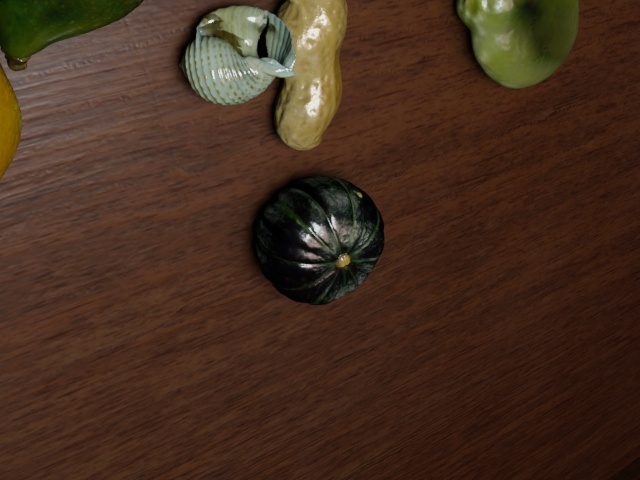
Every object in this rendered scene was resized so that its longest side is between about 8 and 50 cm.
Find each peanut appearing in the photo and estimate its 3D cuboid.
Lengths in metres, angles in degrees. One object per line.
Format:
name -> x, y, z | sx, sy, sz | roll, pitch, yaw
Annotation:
peanut -> -0.020, -0.262, 1.141 | 0.117, 0.101, 0.263 | -5, 120, -12

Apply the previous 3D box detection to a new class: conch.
conch -> -0.119, -0.256, 1.064 | 0.153, 0.102, 0.135 | -3, 90, -16

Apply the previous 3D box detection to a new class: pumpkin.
pumpkin -> 0.000, 0.000, 1.243 | 0.221, 0.162, 0.220 | -14, 121, -25

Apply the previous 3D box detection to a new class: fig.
fig -> -0.276, -0.287, 0.795 | 0.195, 0.195, 0.244 | 20, 100, -41

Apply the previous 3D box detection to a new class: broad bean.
broad bean -> 0.351, -0.391, 1.338 | 0.291, 0.119, 0.238 | 12, 95, -42

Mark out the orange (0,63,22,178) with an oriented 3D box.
orange -> -0.473, -0.158, 0.820 | 0.262, 0.196, 0.334 | -43, 125, -29
